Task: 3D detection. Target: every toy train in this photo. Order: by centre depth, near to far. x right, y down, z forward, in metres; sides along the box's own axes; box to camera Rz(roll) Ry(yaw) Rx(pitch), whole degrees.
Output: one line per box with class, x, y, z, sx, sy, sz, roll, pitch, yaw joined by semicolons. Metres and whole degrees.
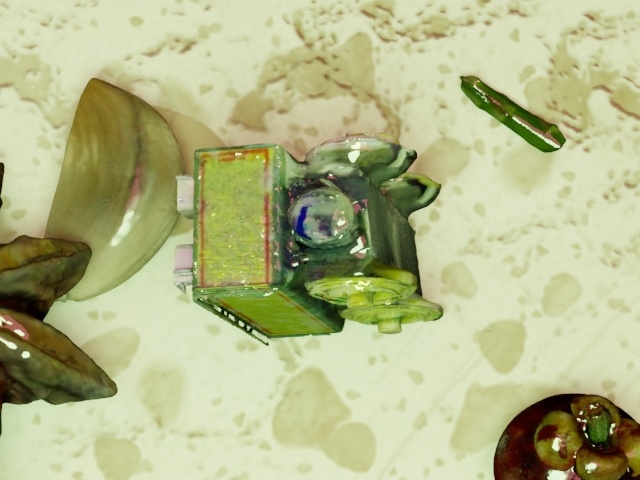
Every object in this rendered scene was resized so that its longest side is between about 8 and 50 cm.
toy train;0.000;0.000;1.346;0.177;0.261;0.134;-3;76;14

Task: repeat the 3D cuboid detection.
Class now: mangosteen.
mangosteen;0.206;0.173;1.368;0.140;0.140;0.140;1;77;-3

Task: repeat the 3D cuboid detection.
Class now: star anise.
star anise;-0.309;0.069;1.316;0.315;0.108;0.315;6;64;-12

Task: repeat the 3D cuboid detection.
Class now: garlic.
garlic;-0.165;-0.036;1.426;0.101;0.087;0.196;9;80;13

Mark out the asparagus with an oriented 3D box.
asparagus;0.165;-0.111;1.491;0.108;0.021;0.025;35;73;6
